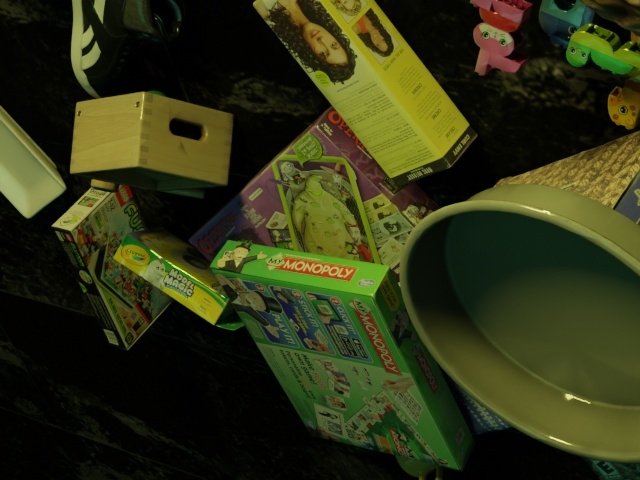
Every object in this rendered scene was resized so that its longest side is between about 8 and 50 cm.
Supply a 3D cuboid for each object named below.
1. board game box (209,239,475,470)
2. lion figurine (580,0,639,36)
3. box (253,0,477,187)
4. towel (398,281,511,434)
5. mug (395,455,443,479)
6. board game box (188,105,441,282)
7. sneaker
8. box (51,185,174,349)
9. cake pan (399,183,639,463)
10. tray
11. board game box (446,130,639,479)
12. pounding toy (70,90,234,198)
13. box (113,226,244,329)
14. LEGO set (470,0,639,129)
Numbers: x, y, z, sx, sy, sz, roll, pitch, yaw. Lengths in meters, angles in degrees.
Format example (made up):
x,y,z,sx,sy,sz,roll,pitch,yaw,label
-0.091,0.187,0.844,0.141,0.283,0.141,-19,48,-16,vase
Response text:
x,y,z,sx,sy,sz,roll,pitch,yaw,label
0.030,0.132,1.610,0.213,0.046,0.317,8,142,33,board game box
0.193,-0.315,0.963,0.240,0.142,0.392,28,147,28,lion figurine
0.043,-0.162,1.370,0.232,0.058,0.087,49,146,-13,box
0.160,0.128,1.558,0.243,0.040,0.336,41,146,-19,towel
0.137,0.257,1.753,0.064,0.062,0.078,-36,80,47,mug
0.000,0.000,1.612,0.208,0.056,0.347,42,147,-8,board game box
-0.200,-0.215,1.532,0.121,0.079,0.217,26,143,23,sneaker
-0.260,0.027,1.839,0.036,0.114,0.207,13,138,35,box
0.204,0.068,1.216,0.293,0.054,0.293,26,144,21,cake pan
-0.445,-0.153,1.894,0.270,0.030,0.145,48,147,-11,tray
0.290,0.067,1.309,0.291,0.141,0.232,50,146,-13,board game box
-0.193,-0.107,1.631,0.181,0.094,0.206,10,171,-43,pounding toy
-0.155,0.048,1.769,0.179,0.105,0.043,34,105,12,box
0.233,-0.136,1.179,0.227,0.087,0.093,27,129,21,LEGO set
